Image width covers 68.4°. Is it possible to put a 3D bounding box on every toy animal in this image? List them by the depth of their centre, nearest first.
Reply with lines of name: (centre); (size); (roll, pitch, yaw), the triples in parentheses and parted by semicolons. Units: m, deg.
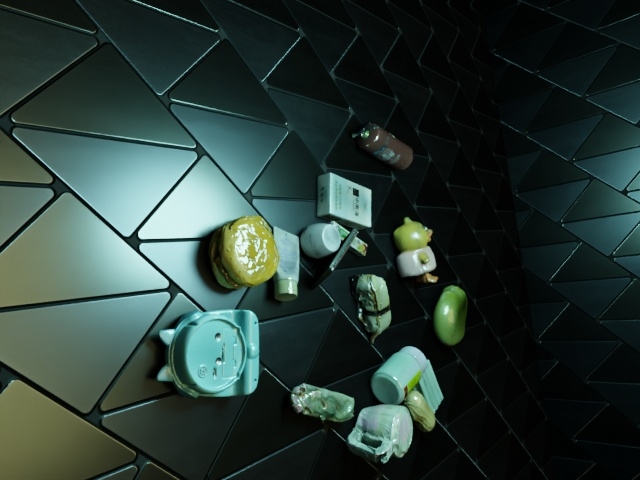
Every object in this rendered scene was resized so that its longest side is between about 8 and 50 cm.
toy animal: (0.392, 0.040, 1.970); (0.169, 0.195, 0.281); (-6, 90, -9)

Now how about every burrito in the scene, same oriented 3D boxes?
burrito: (0.011, 0.520, 1.491); (0.309, 0.066, 0.096); (30, 58, -45)

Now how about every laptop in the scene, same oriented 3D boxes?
laptop: (0.046, 0.061, 1.577); (0.026, 0.154, 0.207); (39, 50, -3)

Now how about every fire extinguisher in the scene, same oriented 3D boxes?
fire extinguisher: (0.252, -0.394, 1.913); (0.337, 0.135, 0.114); (17, 64, -45)

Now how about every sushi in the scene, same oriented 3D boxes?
sushi: (0.205, 0.252, 1.736); (0.134, 0.109, 0.273); (-6, 87, -49)

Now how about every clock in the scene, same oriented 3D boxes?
clock: (-0.279, 0.287, 1.186); (0.274, 0.094, 0.223); (9, 74, -49)

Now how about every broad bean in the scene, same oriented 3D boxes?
broad bean: (0.600, 0.341, 2.167); (0.238, 0.119, 0.291); (48, 52, -43)

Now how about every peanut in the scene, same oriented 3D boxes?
peanut: (0.397, 0.688, 1.879); (0.214, 0.090, 0.098); (55, 53, -25)

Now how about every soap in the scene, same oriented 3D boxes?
soap: (0.437, 0.610, 1.962); (0.114, 0.063, 0.198); (-35, 108, -45)

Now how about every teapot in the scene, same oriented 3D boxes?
teapot: (0.202, 0.666, 1.602); (0.163, 0.178, 0.221); (60, 42, -31)

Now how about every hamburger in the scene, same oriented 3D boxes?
hamburger: (-0.213, 0.035, 1.314); (0.214, 0.108, 0.214); (21, 63, -49)

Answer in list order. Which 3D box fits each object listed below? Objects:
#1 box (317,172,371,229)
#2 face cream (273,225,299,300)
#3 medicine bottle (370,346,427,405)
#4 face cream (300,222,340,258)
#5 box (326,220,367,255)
box: (0.091, -0.139, 1.724); (0.243, 0.067, 0.155); (17, 71, -46)
face cream: (-0.108, 0.072, 1.467); (0.114, 0.070, 0.224); (26, 51, -44)
medicine bottle: (0.298, 0.503, 1.767); (0.225, 0.139, 0.139); (-28, 103, -48)
face cream: (0.000, 0.000, 1.559); (0.117, 0.104, 0.117); (15, 70, -47)
box: (0.097, -0.005, 1.721); (0.207, 0.041, 0.050); (33, 61, -40)
